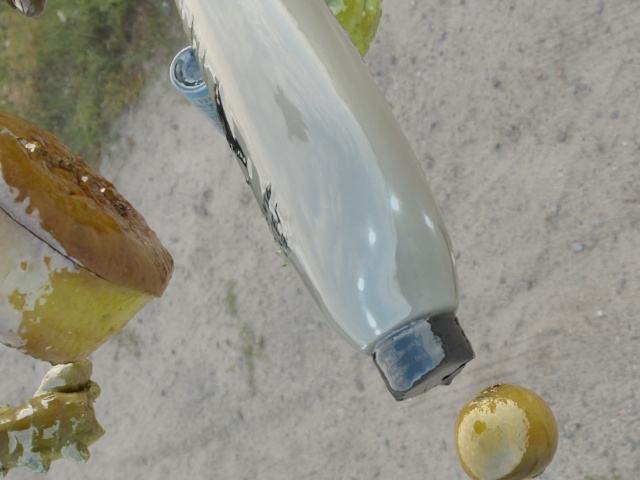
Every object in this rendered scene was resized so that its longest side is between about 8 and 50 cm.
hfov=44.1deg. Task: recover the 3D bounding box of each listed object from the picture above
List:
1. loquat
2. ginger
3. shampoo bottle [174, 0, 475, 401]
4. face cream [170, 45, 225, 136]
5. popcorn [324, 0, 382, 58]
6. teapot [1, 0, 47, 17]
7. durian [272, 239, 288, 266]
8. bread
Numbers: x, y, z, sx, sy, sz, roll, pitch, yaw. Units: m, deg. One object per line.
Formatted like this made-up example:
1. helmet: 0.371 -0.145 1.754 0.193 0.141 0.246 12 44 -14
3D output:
1. loquat: 0.242 0.259 1.049 0.141 0.141 0.141 -1 88 53
2. ginger: -0.347 0.236 0.967 0.081 0.205 0.115 -13 108 56
3. shampoo bottle: 0.000 -0.043 0.393 0.257 0.078 0.127 62 163 22
4. face cream: -0.146 -0.208 1.186 0.075 0.229 0.075 -4 74 13
5. popcorn: -0.035 -0.263 0.914 0.212 0.197 0.198 -30 66 52
6. teapot: -0.499 -0.423 1.294 0.098 0.078 0.129 54 161 29
7. durian: -0.002 -0.004 1.293 0.132 0.375 0.107 -14 45 28
8. bread: -0.299 -0.013 0.813 0.172 0.312 0.312 -50 44 -1
